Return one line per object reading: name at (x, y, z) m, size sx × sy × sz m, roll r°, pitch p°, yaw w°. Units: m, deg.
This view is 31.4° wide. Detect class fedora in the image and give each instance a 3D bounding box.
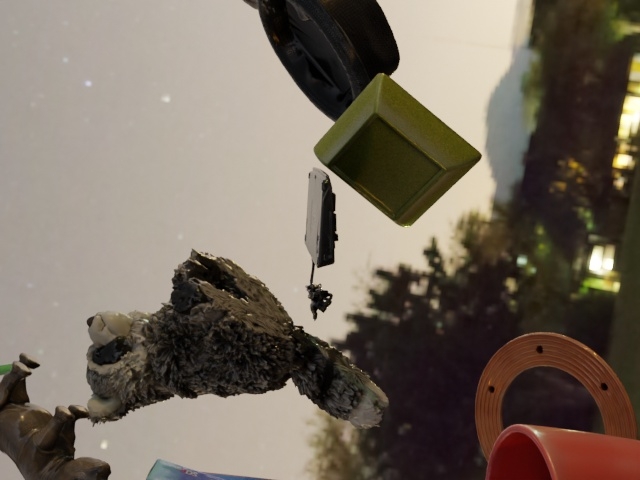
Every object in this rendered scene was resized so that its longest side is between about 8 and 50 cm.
fedora at (0.033, -0.373, 2.076) m, size 0.152 × 0.334 × 0.334 m, roll -36°, pitch -29°, yaw -17°

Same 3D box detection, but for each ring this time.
ring at (0.416, 0.328, 2.021) m, size 0.032 × 0.337 × 0.336 m, roll -8°, pitch -68°, yaw -43°

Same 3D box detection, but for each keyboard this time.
keyboard at (0.000, 0.000, 1.613) m, size 0.317 × 0.033 × 0.201 m, roll -116°, pitch 30°, yaw -83°

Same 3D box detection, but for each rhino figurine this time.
rhino figurine at (-0.320, 0.239, 1.338) m, size 0.106 × 0.243 × 0.073 m, roll -55°, pitch -32°, yaw 5°

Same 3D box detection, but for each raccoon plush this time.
raccoon plush at (-0.160, 0.233, 1.757) m, size 0.299 × 0.446 × 0.216 m, roll -52°, pitch -9°, yaw 16°

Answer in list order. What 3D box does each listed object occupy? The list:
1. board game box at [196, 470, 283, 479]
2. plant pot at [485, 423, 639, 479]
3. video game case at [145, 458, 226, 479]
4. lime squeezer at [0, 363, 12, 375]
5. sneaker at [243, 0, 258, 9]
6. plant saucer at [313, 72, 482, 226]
board game box at (-0.186, 0.544, 2.292) m, size 0.027 × 0.281 × 0.145 m, roll 41°, pitch -126°, yaw -75°
plant pot at (0.404, 0.404, 1.684) m, size 0.275 × 0.243 × 0.274 m, roll 180°, pitch 90°, yaw -74°
video game case at (-0.188, 0.536, 2.050) m, size 0.061 × 0.270 × 0.244 m, roll -59°, pitch -18°, yaw -56°
lime squeezer at (-0.575, 0.187, 1.907) m, size 0.110 × 0.059 × 0.310 m, roll -63°, pitch 32°, yaw 5°
sneaker at (-0.128, -0.504, 2.193) m, size 0.188 × 0.071 × 0.066 m, roll 111°, pitch 180°, yaw -68°
plant saucer at (0.099, -0.114, 1.623) m, size 0.188 × 0.188 × 0.045 m, roll -46°, pitch 7°, yaw 42°
